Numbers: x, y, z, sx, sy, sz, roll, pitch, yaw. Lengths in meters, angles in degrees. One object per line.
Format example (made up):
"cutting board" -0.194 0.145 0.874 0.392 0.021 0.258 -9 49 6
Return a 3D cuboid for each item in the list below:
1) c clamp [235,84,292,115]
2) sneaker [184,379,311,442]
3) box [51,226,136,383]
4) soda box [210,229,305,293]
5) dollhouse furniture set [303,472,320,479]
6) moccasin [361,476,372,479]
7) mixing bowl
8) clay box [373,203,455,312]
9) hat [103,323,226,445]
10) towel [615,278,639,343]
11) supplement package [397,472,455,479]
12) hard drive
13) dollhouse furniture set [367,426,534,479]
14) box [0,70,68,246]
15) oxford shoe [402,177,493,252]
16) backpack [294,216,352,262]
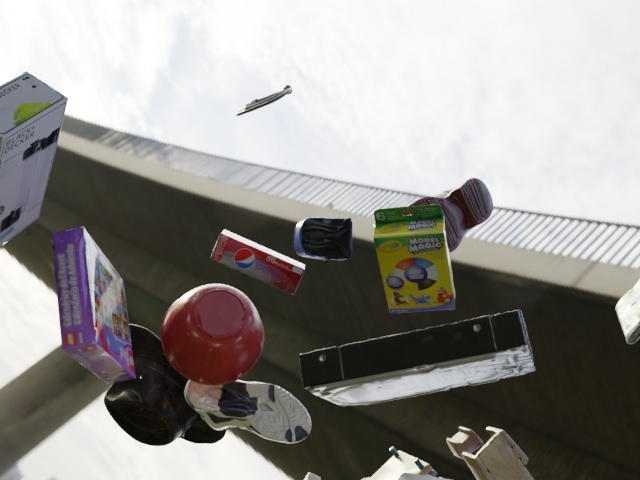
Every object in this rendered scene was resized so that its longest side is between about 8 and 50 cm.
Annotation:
"c clamp" -0.123 -0.316 1.761 0.160 0.137 0.022 -10 -69 44
"sneaker" -0.139 0.308 1.442 0.234 0.094 0.153 15 -17 -10
"box" -0.392 0.123 1.377 0.293 0.057 0.201 91 -13 -69
"soda box" -0.178 0.061 2.266 0.263 0.084 0.092 24 7 -4
"dollhouse furniture set" -0.004 0.519 1.405 0.123 0.144 0.151 27 -68 -4
"moccasin" 0.037 0.631 1.653 0.116 0.342 0.138 -1 -61 28
"mixing bowl" -0.177 0.142 1.330 0.181 0.181 0.098 45 -30 12
"clay box" 0.172 0.036 1.438 0.127 0.053 0.222 -5 -50 14
"hat" -0.363 0.345 1.668 0.331 0.134 0.331 23 -45 25
"towel" 0.571 0.112 1.406 0.023 0.152 0.113 34 -69 -2
"supplement package" 0.188 0.445 0.953 0.293 0.175 0.177 41 -19 -2
"hard drive" 0.162 0.196 1.242 0.237 0.338 0.064 48 31 -66
"dollhouse furniture set" 0.197 0.474 1.359 0.198 0.286 0.303 53 -19 -9
"box" -0.532 -0.120 1.316 0.087 0.169 0.290 32 -52 3
"oxford shoe" 0.223 -0.028 1.628 0.130 0.348 0.123 -23 -91 46
"backpack" 0.000 0.000 1.749 0.101 0.120 0.098 158 -67 -66
